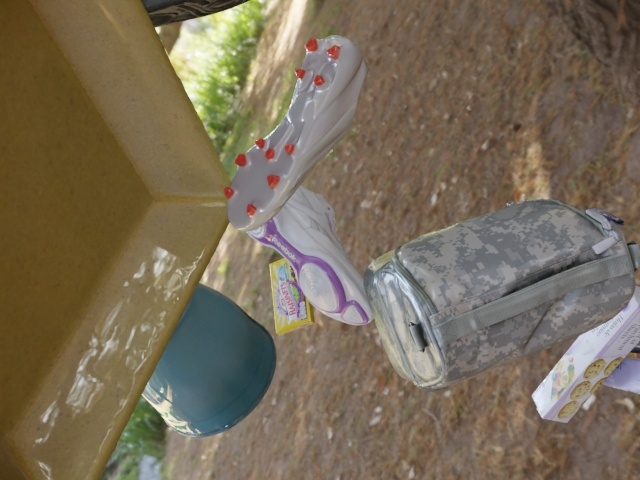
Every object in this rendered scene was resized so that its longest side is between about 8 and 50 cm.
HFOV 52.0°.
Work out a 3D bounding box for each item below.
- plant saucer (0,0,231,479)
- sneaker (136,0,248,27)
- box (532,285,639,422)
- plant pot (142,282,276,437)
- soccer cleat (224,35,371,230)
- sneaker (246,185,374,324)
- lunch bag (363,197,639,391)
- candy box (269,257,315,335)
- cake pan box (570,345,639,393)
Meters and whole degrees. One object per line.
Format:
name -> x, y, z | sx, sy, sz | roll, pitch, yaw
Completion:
plant saucer -> -0.204, -0.023, 0.447 | 0.333, 0.080, 0.333 | 69, -147, -46
sneaker -> -0.137, -0.240, 0.525 | 0.087, 0.227, 0.131 | -56, -43, -76
box -> 0.521, 0.223, 1.257 | 0.063, 0.067, 0.324 | -102, 30, -52
plant pot -> -0.260, 0.195, 1.262 | 0.271, 0.255, 0.272 | -16, 44, 16
soccer cleat -> -0.016, -0.089, 0.596 | 0.068, 0.076, 0.196 | 36, 98, 36
sneaker -> 0.000, 0.000, 1.077 | 0.152, 0.305, 0.114 | -36, -9, -40
lunch bag -> 0.235, 0.070, 0.886 | 0.256, 0.304, 0.213 | 168, 82, -81
candy box -> -0.076, 0.135, 1.703 | 0.105, 0.027, 0.206 | -24, 55, 22
cake pan box -> 0.672, 0.257, 1.297 | 0.267, 0.245, 0.070 | 180, 95, -69
